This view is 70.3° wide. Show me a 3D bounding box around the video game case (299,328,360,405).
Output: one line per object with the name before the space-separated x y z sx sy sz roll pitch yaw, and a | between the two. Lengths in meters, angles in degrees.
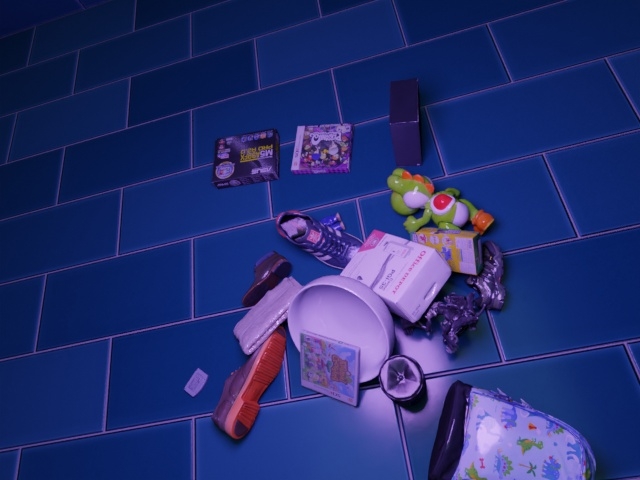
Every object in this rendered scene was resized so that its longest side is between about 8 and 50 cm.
video game case | 0.026 0.383 1.367 0.193 0.213 0.023 12 28 25

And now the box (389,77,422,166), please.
box | 0.305 -0.408 1.610 0.103 0.261 0.184 -4 65 13

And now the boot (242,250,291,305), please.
boot | -0.205 0.133 1.622 0.219 0.082 0.106 -43 41 -2

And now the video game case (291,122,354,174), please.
video game case | 0.009 -0.362 1.793 0.232 0.042 0.210 1 68 15

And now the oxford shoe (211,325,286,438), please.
oxford shoe | -0.232 0.428 1.454 0.132 0.130 0.364 11 62 35

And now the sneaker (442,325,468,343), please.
sneaker | 0.414 0.273 1.401 0.109 0.040 0.043 -40 48 -10

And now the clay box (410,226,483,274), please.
clay box | 0.393 0.028 1.433 0.222 0.128 0.053 10 31 45

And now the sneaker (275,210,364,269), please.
sneaker | 0.000 0.000 1.538 0.349 0.148 0.131 22 86 9

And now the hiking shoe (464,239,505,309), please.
hiking shoe | 0.509 0.104 1.420 0.114 0.086 0.227 -2 67 11

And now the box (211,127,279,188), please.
box | -0.301 -0.333 1.854 0.269 0.060 0.216 -7 64 12

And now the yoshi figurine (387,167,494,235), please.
yoshi figurine | 0.378 -0.102 1.533 0.362 0.203 0.203 38 120 12

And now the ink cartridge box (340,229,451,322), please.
ink cartridge box | 0.228 0.100 1.414 0.207 0.117 0.283 -52 33 -12

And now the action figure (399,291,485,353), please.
action figure | 0.374 0.230 1.336 0.275 0.141 0.164 -5 45 53

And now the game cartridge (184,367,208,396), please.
game cartridge | -0.418 0.482 1.538 0.056 0.017 0.083 27 75 28

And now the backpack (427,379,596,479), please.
backpack | 0.491 0.541 1.156 0.355 0.273 0.290 21 66 10

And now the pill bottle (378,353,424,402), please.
pill bottle | 0.236 0.401 1.283 0.122 0.219 0.123 -6 64 13

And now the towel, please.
towel | -0.169 0.239 1.505 0.282 0.049 0.187 -45 21 -8

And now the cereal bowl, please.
cereal bowl | 0.075 0.251 1.378 0.338 0.339 0.141 18 29 22

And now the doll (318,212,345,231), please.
doll | -0.007 -0.028 1.642 0.188 0.046 0.129 -24 70 4
